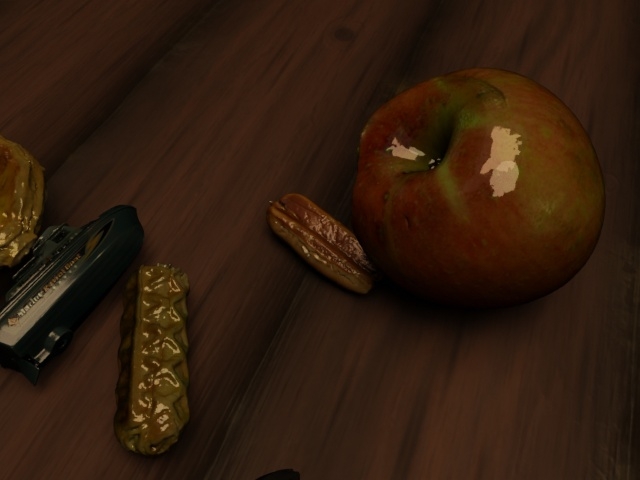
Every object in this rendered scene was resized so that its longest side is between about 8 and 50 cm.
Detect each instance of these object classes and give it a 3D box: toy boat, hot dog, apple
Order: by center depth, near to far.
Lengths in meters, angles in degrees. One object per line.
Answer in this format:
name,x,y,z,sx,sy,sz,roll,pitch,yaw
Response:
apple,0.215,-0.062,0.822,0.340,0.339,0.339,1,52,-1
toy boat,-0.363,0.051,0.845,0.122,0.114,0.296,26,56,7
hot dog,0.000,0.000,0.933,0.092,0.062,0.236,-38,64,-27

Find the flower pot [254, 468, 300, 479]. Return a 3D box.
flower pot,-0.129,0.396,0.469,0.251,0.379,0.379,-7,50,15

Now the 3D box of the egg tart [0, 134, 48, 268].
egg tart,-0.573,-0.035,0.894,0.341,0.132,0.341,0,51,0

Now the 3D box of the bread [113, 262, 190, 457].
bread,-0.224,0.155,0.786,0.098,0.087,0.269,-5,52,-7
